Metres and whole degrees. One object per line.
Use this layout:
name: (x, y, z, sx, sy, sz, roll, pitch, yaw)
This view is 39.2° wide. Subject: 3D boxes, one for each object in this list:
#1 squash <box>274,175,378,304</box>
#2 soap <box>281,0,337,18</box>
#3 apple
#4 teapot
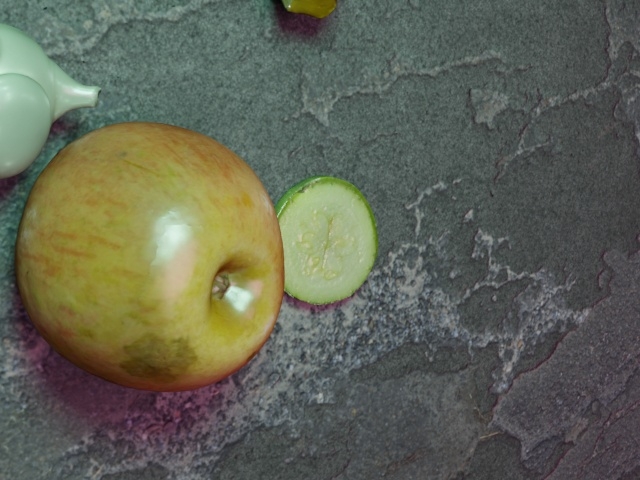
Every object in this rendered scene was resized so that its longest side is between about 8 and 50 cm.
squash: (0.003, 0.001, 1.522, 0.219, 0.041, 0.219, -8, 104, -34)
soap: (-0.010, -0.466, 1.343, 0.080, 0.160, 0.258, 4, 97, -33)
apple: (-0.217, 0.026, 1.201, 0.363, 0.364, 0.364, -8, 104, -33)
teapot: (-0.421, -0.190, 1.061, 0.220, 0.149, 0.318, -50, 152, -9)
